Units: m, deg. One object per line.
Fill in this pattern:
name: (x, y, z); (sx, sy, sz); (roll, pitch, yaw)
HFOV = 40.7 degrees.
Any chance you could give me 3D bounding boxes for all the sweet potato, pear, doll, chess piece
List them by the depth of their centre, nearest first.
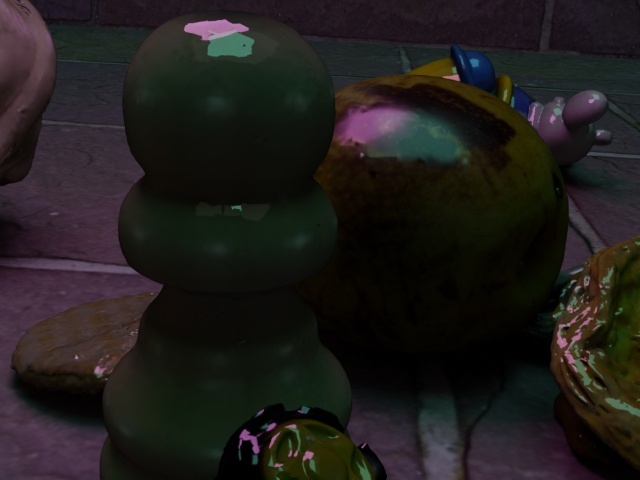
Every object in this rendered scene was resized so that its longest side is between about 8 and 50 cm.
chess piece: (-0.059, 0.018, 0.574); (0.183, 0.330, 0.182); (2, 19, -1)
sweet potato: (0.206, 0.150, 0.695); (0.026, 0.026, 0.115); (2, 16, -3)
pear: (0.086, -0.022, 0.800); (0.284, 0.283, 0.283); (3, 21, -1)
doll: (0.112, -0.181, 1.274); (0.363, 0.145, 0.199); (-41, 45, -23)
doll: (0.326, -0.167, 1.355); (0.243, 0.159, 0.311); (29, -9, -2)

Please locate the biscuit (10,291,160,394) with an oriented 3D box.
biscuit: (-0.164, 0.083, 0.772); (0.220, 0.033, 0.220); (-5, 15, 1)

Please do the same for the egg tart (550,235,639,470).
egg tart: (0.293, 0.098, 0.680); (0.241, 0.106, 0.241); (0, 53, 0)

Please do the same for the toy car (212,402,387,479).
toy car: (-0.058, 0.200, 0.323); (0.166, 0.198, 0.314); (48, 34, 15)

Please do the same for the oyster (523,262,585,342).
oyster: (0.313, 0.085, 0.795); (0.252, 0.087, 0.199); (-18, 47, 0)

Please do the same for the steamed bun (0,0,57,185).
steamed bun: (-0.437, -0.132, 0.969); (0.247, 0.352, 0.339); (34, -7, -40)
